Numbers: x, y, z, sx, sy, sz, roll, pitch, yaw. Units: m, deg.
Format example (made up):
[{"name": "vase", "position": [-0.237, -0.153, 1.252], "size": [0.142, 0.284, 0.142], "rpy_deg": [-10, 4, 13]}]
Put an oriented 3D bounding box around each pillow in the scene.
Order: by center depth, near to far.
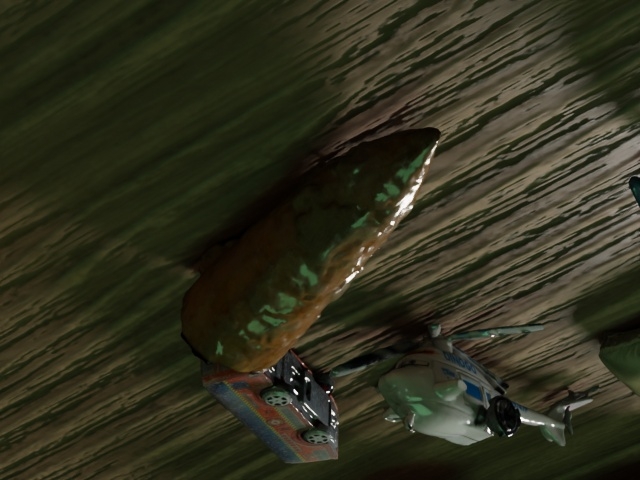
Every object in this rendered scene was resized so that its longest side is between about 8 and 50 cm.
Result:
[{"name": "pillow", "position": [0.357, 0.126, 1.214], "size": [0.119, 0.053, 0.208], "rpy_deg": [-33, 134, 24]}]

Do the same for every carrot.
[{"name": "carrot", "position": [0.000, 0.000, 0.934], "size": [0.102, 0.102, 0.263], "rpy_deg": [19, 133, -32]}]

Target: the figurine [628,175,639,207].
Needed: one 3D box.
[{"name": "figurine", "position": [0.381, -0.030, 0.915], "size": [0.298, 0.243, 0.416], "rpy_deg": [27, 110, -27]}]

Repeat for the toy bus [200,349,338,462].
[{"name": "toy bus", "position": [-0.040, 0.137, 1.129], "size": [0.077, 0.065, 0.192], "rpy_deg": [-15, 143, 18]}]

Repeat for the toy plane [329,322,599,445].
[{"name": "toy plane", "position": [0.141, 0.153, 1.159], "size": [0.182, 0.107, 0.273], "rpy_deg": [-19, 147, 20]}]
